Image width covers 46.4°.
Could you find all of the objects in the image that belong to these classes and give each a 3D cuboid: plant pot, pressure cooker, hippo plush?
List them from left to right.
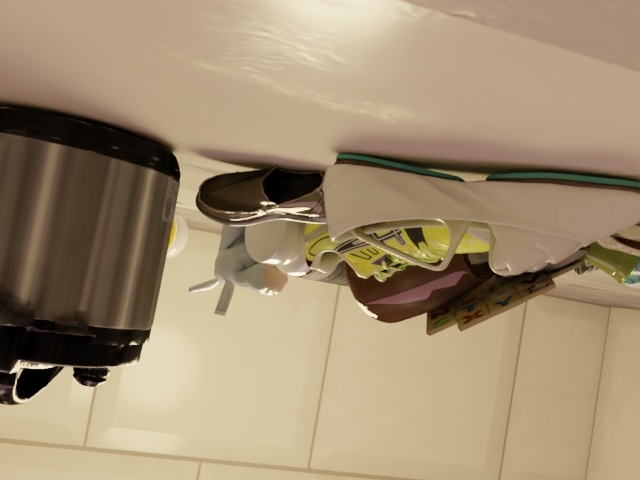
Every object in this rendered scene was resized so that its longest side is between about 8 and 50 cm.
[{"bbox_3d":[-0.421,0.036,1.134,0.375,0.421,0.369,8,176,38],"label":"pressure cooker"},{"bbox_3d":[-0.111,0.044,1.757,0.234,0.294,0.236,33,-162,33],"label":"hippo plush"},{"bbox_3d":[0.198,0.032,1.352,0.215,0.216,0.230,13,162,-37],"label":"plant pot"},{"bbox_3d":[0.475,0.019,1.239,0.079,0.083,0.083,21,177,6],"label":"plant pot"}]

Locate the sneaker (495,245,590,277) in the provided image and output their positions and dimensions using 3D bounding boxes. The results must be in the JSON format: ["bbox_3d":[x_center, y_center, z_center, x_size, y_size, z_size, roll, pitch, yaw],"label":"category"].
[{"bbox_3d":[0.367,0.016,1.281,0.107,0.100,0.271,1,179,-6],"label":"sneaker"}]

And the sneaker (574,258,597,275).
[{"bbox_3d":[0.515,0.026,1.426,0.071,0.068,0.170,-6,-178,10],"label":"sneaker"}]

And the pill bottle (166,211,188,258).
[{"bbox_3d":[-0.506,-0.037,2.011,0.187,0.188,0.334,8,176,24],"label":"pill bottle"}]

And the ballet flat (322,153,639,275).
[{"bbox_3d":[0.186,-0.021,0.910,0.400,0.139,0.139,8,176,23],"label":"ballet flat"}]

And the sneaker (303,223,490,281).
[{"bbox_3d":[0.132,-0.001,1.229,0.384,0.147,0.145,5,172,44],"label":"sneaker"}]

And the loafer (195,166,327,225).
[{"bbox_3d":[-0.085,-0.081,1.171,0.251,0.094,0.087,-1,149,16],"label":"loafer"}]

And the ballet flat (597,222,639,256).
[{"bbox_3d":[0.486,0.003,1.089,0.168,0.057,0.052,9,166,5],"label":"ballet flat"}]

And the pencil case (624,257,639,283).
[{"bbox_3d":[0.614,0.050,1.371,0.070,0.065,0.151,27,173,-13],"label":"pencil case"}]

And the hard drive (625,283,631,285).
[{"bbox_3d":[0.784,0.084,1.578,0.232,0.047,0.353,9,177,17],"label":"hard drive"}]

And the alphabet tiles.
[{"bbox_3d":[0.323,0.080,1.365,0.285,0.011,0.342,-27,-175,12],"label":"alphabet tiles"}]

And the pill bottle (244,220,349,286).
[{"bbox_3d":[0.000,0.000,1.476,0.278,0.162,0.162,13,175,-39],"label":"pill bottle"}]
